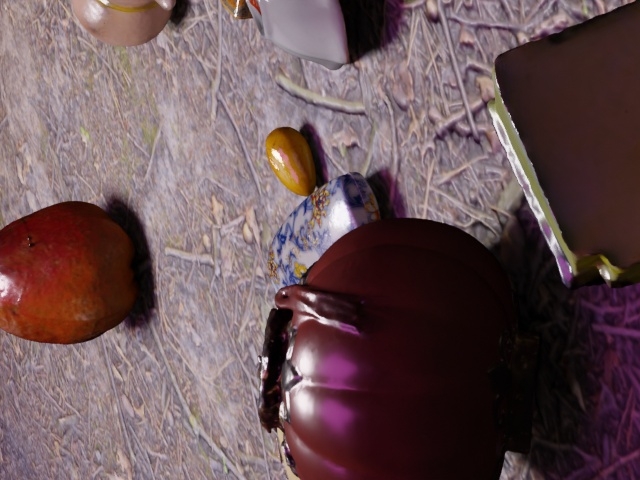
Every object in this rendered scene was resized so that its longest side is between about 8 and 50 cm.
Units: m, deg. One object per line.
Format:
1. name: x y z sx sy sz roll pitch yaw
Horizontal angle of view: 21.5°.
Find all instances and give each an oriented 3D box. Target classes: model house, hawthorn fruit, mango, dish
1. model house: 0.242 -0.065 1.351 0.211 0.170 0.194 66 179 -79
2. hawthorn fruit: -0.405 0.057 2.503 0.224 0.261 0.224 170 90 -70
3. mango: -0.032 -0.089 1.940 0.089 0.046 0.060 63 149 20
4. dish: -0.045 -0.272 1.776 0.229 0.081 0.229 159 90 -83

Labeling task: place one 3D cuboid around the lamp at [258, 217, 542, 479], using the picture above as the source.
1. lamp: 0.074 0.128 1.573 0.303 0.257 0.303 5 -90 -84

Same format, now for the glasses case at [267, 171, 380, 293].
1. glasses case: 0.000 0.000 1.892 0.248 0.065 0.087 -49 55 60

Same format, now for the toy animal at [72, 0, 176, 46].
1. toy animal: -0.250 -0.339 2.155 0.248 0.165 0.149 117 171 -72

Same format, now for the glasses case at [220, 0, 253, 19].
1. glasses case: -0.076 -0.361 1.910 0.075 0.049 0.218 55 146 37

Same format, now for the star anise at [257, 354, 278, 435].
1. star anise: -0.037 0.179 2.049 0.129 0.056 0.124 -32 71 62

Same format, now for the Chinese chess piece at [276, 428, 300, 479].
1. Chinese chess piece: 0.040 0.216 1.870 0.251 0.097 0.251 33 128 55
